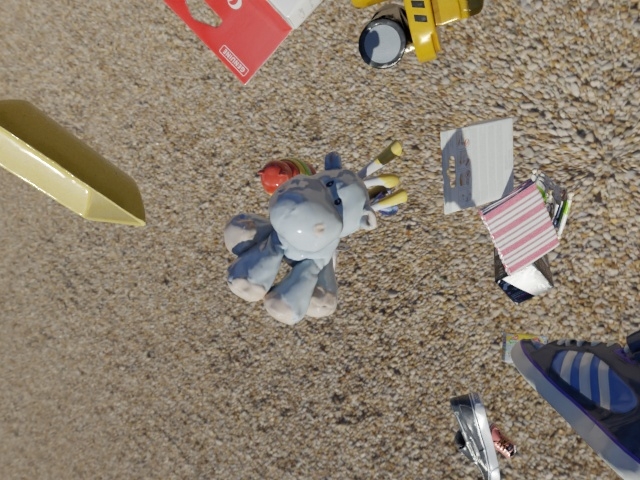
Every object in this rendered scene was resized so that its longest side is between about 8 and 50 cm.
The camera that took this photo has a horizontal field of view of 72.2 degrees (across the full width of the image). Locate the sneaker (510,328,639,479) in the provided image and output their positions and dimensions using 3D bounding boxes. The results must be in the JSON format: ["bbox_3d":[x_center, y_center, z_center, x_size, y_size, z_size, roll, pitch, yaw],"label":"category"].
[{"bbox_3d":[0.442,0.174,0.627,0.130,0.323,0.236,33,102,-14],"label":"sneaker"}]

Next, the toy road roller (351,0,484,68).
[{"bbox_3d":[0.178,-0.517,0.848,0.240,0.202,0.329,-9,122,21],"label":"toy road roller"}]

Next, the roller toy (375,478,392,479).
[{"bbox_3d":[0.133,0.666,1.022,0.191,0.209,0.146,-56,31,13],"label":"roller toy"}]

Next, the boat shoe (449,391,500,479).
[{"bbox_3d":[0.430,0.564,1.234,0.102,0.108,0.301,-15,108,12],"label":"boat shoe"}]

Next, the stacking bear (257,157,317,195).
[{"bbox_3d":[-0.118,-0.213,1.542,0.175,0.289,0.164,13,97,15],"label":"stacking bear"}]

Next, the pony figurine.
[{"bbox_3d":[0.049,-0.090,1.208,0.351,0.363,0.303,92,152,-63],"label":"pony figurine"}]

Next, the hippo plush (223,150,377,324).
[{"bbox_3d":[0.000,0.000,0.748,0.236,0.294,0.234,-39,73,50],"label":"hippo plush"}]

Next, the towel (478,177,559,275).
[{"bbox_3d":[0.466,-0.028,1.025,0.144,0.029,0.197,-32,112,3],"label":"towel"}]

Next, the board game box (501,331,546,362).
[{"bbox_3d":[0.721,0.382,1.554,0.154,0.026,0.103,7,85,-8],"label":"board game box"}]

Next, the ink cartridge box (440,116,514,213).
[{"bbox_3d":[0.581,-0.290,1.677,0.091,0.385,0.308,21,123,58],"label":"ink cartridge box"}]

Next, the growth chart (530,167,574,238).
[{"bbox_3d":[0.653,-0.106,1.272,0.021,0.237,0.172,-4,118,0],"label":"growth chart"}]

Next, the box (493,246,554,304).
[{"bbox_3d":[0.781,0.102,1.704,0.142,0.247,0.163,46,125,-10],"label":"box"}]

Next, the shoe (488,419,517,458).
[{"bbox_3d":[0.560,0.620,1.364,0.081,0.178,0.063,24,69,43],"label":"shoe"}]

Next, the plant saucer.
[{"bbox_3d":[-0.539,-0.157,0.891,0.333,0.333,0.081,6,61,43],"label":"plant saucer"}]

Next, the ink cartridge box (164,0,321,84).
[{"bbox_3d":[-0.142,-0.454,0.702,0.261,0.066,0.296,-44,89,12],"label":"ink cartridge box"}]
